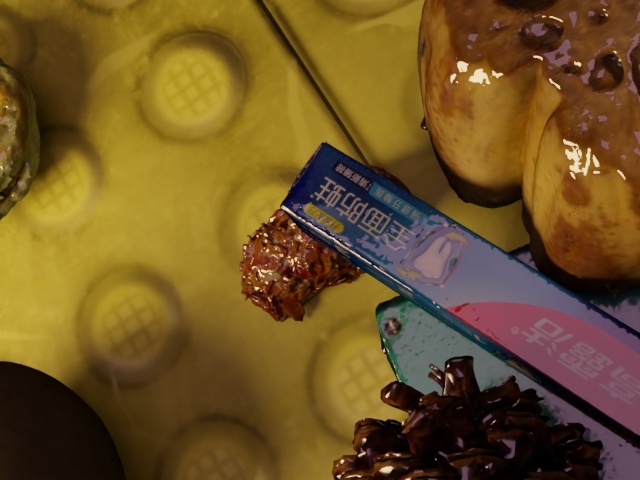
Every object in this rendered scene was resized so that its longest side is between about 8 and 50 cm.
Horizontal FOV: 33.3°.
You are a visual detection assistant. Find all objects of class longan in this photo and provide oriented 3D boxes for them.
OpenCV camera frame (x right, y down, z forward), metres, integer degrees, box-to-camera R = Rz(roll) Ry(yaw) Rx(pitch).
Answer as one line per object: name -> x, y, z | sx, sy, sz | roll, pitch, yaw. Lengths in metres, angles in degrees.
longan -> -0.269, 0.219, 0.847 | 0.248, 0.248, 0.248 | -3, 79, 15

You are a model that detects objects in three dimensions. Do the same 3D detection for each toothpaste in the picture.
toothpaste -> 0.120, 0.040, 0.783 | 0.320, 0.076, 0.066 | 32, 85, 17

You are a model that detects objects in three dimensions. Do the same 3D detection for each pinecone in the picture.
pinecone -> 0.100, 0.185, 0.702 | 0.222, 0.221, 0.221 | -3, 79, 15

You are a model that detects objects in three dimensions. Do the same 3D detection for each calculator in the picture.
calculator -> 0.190, 0.132, 0.820 | 0.248, 0.058, 0.274 | -26, 74, 9

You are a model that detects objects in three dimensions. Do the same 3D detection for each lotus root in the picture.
lotus root -> 0.192, -0.114, 0.753 | 0.316, 0.250, 0.316 | -6, 70, 18

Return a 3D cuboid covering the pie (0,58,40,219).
pie -> -0.375, -0.069, 0.996 | 0.248, 0.090, 0.201 | -10, 70, 13

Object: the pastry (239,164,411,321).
pastry -> -0.002, -0.002, 0.896 | 0.169, 0.063, 0.087 | -37, 75, 5
